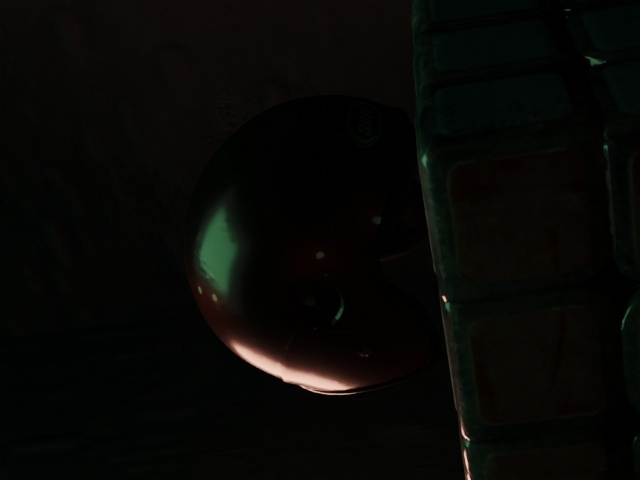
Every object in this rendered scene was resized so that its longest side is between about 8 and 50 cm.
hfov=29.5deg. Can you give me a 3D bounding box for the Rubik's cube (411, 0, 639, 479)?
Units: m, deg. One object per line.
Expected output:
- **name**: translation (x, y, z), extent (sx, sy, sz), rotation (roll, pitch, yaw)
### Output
- **Rubik's cube**: translation (0.224, -0.006, 0.819), extent (0.301, 0.305, 0.304), rotation (-87, -10, -62)

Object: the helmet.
- **helmet**: translation (0.000, 0.000, 0.868), extent (0.189, 0.193, 0.216), rotation (-85, 16, -54)
